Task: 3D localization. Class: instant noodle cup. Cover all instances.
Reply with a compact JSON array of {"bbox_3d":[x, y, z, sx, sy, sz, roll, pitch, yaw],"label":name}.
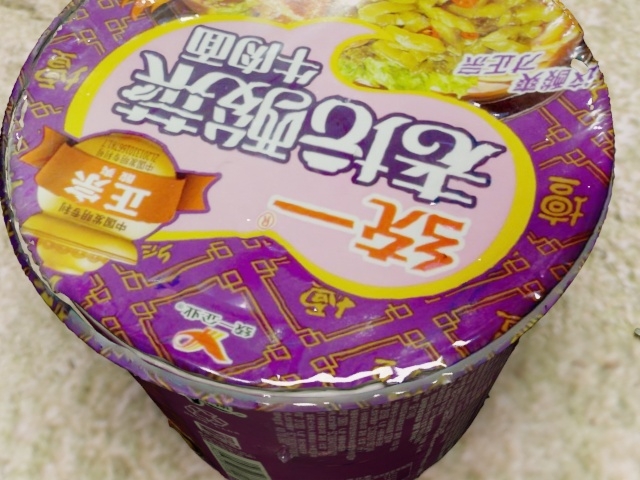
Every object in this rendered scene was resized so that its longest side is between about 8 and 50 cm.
[{"bbox_3d":[0.000,0.000,0.753,0.340,0.266,0.339,-2,60,3],"label":"instant noodle cup"}]

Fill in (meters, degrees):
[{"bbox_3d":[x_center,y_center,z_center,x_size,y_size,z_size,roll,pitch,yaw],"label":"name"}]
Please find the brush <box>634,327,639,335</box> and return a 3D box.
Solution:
[{"bbox_3d":[0.253,0.084,0.831,0.084,0.016,0.013,30,105,23],"label":"brush"}]
